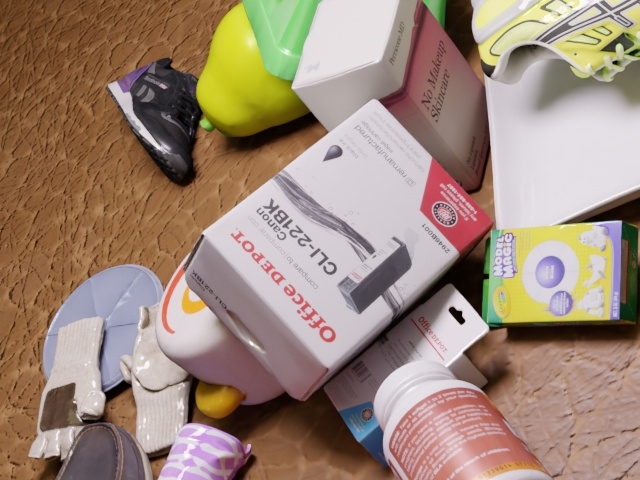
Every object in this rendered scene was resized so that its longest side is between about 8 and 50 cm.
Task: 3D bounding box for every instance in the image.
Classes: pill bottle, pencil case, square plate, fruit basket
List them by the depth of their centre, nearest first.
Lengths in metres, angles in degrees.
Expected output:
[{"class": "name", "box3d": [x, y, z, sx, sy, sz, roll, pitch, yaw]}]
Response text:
[{"class": "pill bottle", "box3d": [0.134, 0.211, 1.390, 0.121, 0.121, 0.216, -39, 37, 3]}, {"class": "pencil case", "box3d": [-0.149, 0.303, 1.581, 0.088, 0.086, 0.206, 14, 60, 9]}, {"class": "square plate", "box3d": [0.353, -0.165, 1.632, 0.347, 0.049, 0.344, -22, 41, 23]}, {"class": "fruit basket", "box3d": [-0.008, -0.285, 1.958, 0.392, 0.282, 0.392, -175, 90, -72]}]

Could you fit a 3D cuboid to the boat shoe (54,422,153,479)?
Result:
[{"class": "boat shoe", "box3d": [-0.280, 0.348, 1.601, 0.132, 0.130, 0.355, -17, 46, 28]}]

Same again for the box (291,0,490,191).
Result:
[{"class": "box", "box3d": [0.093, -0.173, 1.714, 0.126, 0.232, 0.149, -13, 46, 34]}]

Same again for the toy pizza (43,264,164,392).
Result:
[{"class": "toy pizza", "box3d": [-0.282, 0.123, 1.909, 0.201, 0.032, 0.201, -21, 48, 24]}]

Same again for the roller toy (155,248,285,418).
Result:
[{"class": "roller toy", "box3d": [-0.082, 0.088, 1.680, 0.191, 0.146, 0.209, -35, 33, 26]}]

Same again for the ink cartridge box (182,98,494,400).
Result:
[{"class": "ink cartridge box", "box3d": [0.019, 0.009, 1.557, 0.273, 0.197, 0.114, -40, -8, -27]}]

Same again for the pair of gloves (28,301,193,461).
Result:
[{"class": "pair of gloves", "box3d": [-0.255, 0.174, 1.796, 0.240, 0.042, 0.204, -11, 58, 29]}]

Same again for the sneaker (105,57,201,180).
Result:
[{"class": "sneaker", "box3d": [-0.225, -0.196, 2.128, 0.124, 0.107, 0.283, -35, 37, -1]}]

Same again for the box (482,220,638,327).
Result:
[{"class": "box", "box3d": [0.240, 0.037, 1.504, 0.179, 0.043, 0.105, -6, 77, 40]}]

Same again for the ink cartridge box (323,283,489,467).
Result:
[{"class": "ink cartridge box", "box3d": [0.103, 0.142, 1.535, 0.180, 0.060, 0.104, -40, 36, 3]}]

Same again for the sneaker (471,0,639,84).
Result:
[{"class": "sneaker", "box3d": [0.347, -0.250, 1.603, 0.384, 0.145, 0.147, 0, 84, 38]}]
